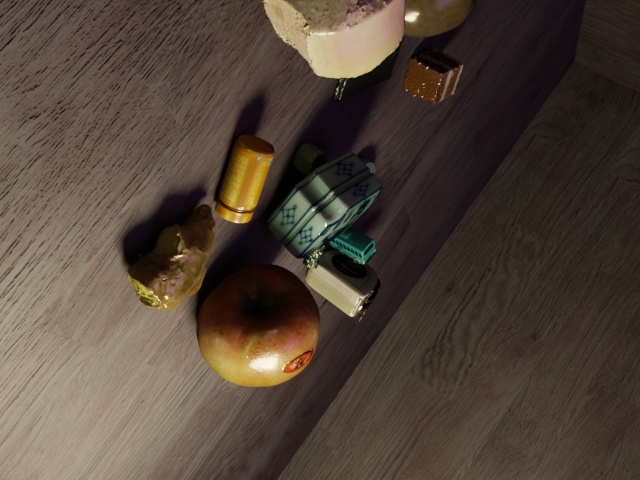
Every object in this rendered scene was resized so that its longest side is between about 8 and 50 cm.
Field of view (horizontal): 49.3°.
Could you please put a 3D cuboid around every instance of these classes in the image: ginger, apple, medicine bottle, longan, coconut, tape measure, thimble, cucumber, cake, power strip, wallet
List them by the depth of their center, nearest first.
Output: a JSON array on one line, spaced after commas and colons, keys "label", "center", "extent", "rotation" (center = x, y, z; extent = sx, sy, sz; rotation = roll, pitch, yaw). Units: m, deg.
[{"label": "coconut", "center": [0.023, -0.492, 1.337], "extent": [0.298, 0.297, 0.309], "rotation": [-53, 162, -8]}, {"label": "ginger", "center": [-0.312, 0.041, 1.584], "extent": [0.270, 0.123, 0.219], "rotation": [-48, 154, -22]}, {"label": "longan", "center": [0.249, -0.643, 1.640], "extent": [0.350, 0.288, 0.288], "rotation": [-63, 160, -14]}, {"label": "medicine bottle", "center": [-0.179, -0.145, 1.644], "extent": [0.096, 0.096, 0.192], "rotation": [-24, 142, -54]}, {"label": "apple", "center": [-0.165, 0.248, 1.909], "extent": [0.338, 0.338, 0.305], "rotation": [-43, 153, -30]}, {"label": "thimble", "center": [-0.026, -0.217, 1.913], "extent": [0.085, 0.062, 0.110], "rotation": [-56, 159, -4]}, {"label": "wallet", "center": [0.139, -0.481, 1.940], "extent": [0.285, 0.030, 0.146], "rotation": [-35, 154, -45]}, {"label": "cake", "center": [0.359, -0.522, 2.203], "extent": [0.147, 0.135, 0.135], "rotation": [-35, 151, -34]}, {"label": "cucumber", "center": [-0.001, 0.000, 2.289], "extent": [0.058, 0.058, 0.187], "rotation": [-10, 128, -62]}, {"label": "power strip", "center": [0.128, -0.197, 2.296], "extent": [0.137, 0.044, 0.216], "rotation": [-50, 157, -18]}, {"label": "tape measure", "center": [0.104, 0.153, 2.426], "extent": [0.231, 0.271, 0.133], "rotation": [-20, 139, -54]}]

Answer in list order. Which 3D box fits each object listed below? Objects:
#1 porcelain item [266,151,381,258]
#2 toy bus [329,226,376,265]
[{"label": "porcelain item", "center": [0.016, -0.092, 1.943], "extent": [0.285, 0.157, 0.281], "rotation": [-33, 170, -47]}, {"label": "toy bus", "center": [0.106, 0.007, 2.390], "extent": [0.079, 0.160, 0.092], "rotation": [-45, 147, -25]}]
